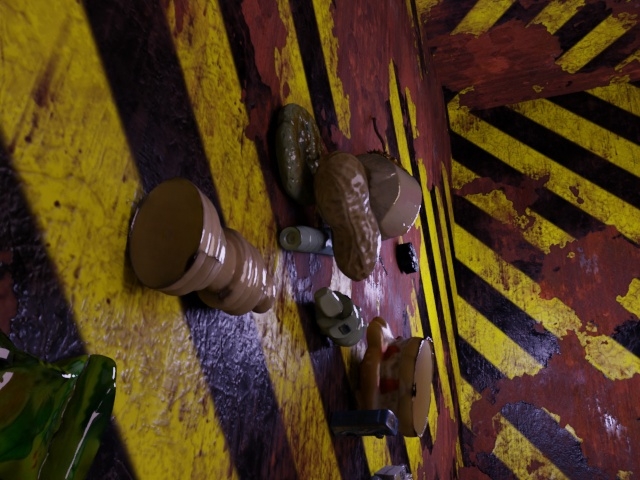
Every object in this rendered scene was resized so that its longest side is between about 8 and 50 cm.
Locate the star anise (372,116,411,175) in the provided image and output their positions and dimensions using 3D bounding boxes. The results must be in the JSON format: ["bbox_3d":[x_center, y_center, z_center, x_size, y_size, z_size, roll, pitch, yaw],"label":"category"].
[{"bbox_3d":[0.237,-0.303,1.799,0.218,0.148,0.227,-155,-116,-66],"label":"star anise"}]

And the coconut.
[{"bbox_3d":[0.136,-0.099,1.342,0.241,0.241,0.241,-6,90,-68],"label":"coconut"}]

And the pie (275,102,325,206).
[{"bbox_3d":[-0.040,-0.188,1.186,0.240,0.054,0.240,-7,90,-70],"label":"pie"}]

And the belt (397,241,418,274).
[{"bbox_3d":[0.331,0.068,2.026,0.105,0.058,0.140,-80,150,-47],"label":"belt"}]

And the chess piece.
[{"bbox_3d":[-0.146,0.038,0.805,0.138,0.124,0.307,57,6,27],"label":"chess piece"}]

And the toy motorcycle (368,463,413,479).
[{"bbox_3d":[0.187,0.724,1.427,0.341,0.108,0.222,25,61,-63],"label":"toy motorcycle"}]

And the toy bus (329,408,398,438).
[{"bbox_3d":[0.098,0.421,1.229,0.061,0.153,0.051,59,32,-35],"label":"toy bus"}]

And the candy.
[{"bbox_3d":[-0.287,0.136,0.469,0.246,0.069,0.149,61,36,-53],"label":"candy"}]

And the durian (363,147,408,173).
[{"bbox_3d":[0.164,-0.133,1.504,0.249,0.138,0.183,63,-20,-4],"label":"durian"}]

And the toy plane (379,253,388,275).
[{"bbox_3d":[0.146,0.001,1.586,0.226,0.058,0.226,55,32,-21],"label":"toy plane"}]

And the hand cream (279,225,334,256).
[{"bbox_3d":[0.000,0.000,1.224,0.331,0.058,0.085,3,79,-68],"label":"hand cream"}]

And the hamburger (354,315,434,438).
[{"bbox_3d":[0.194,0.366,1.436,0.261,0.187,0.302,-36,127,-63],"label":"hamburger"}]

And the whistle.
[{"bbox_3d":[0.040,0.176,1.231,0.244,0.110,0.092,57,2,-47],"label":"whistle"}]

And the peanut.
[{"bbox_3d":[0.060,-0.048,1.171,0.136,0.120,0.298,-33,115,-41],"label":"peanut"}]
